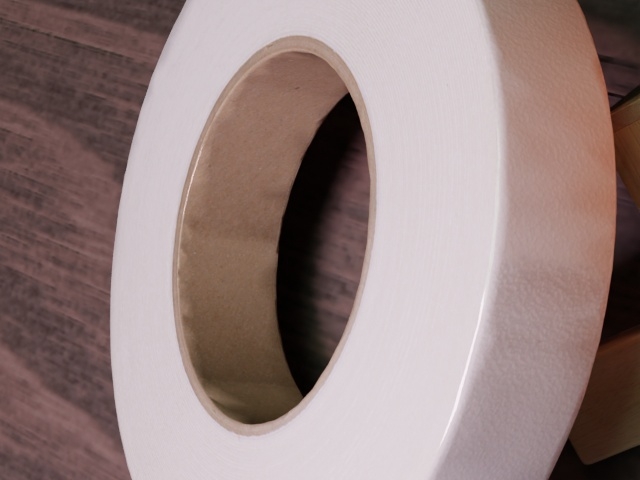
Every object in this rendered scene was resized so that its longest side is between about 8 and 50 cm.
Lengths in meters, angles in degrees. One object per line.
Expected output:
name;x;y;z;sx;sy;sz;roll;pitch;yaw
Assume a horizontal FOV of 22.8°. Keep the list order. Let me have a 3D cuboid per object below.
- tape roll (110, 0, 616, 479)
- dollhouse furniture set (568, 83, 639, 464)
tape roll;0.000;0.000;0.834;0.392;0.072;0.392;-20;67;56
dollhouse furniture set;0.173;0.002;0.810;0.144;0.123;0.151;-28;93;28
